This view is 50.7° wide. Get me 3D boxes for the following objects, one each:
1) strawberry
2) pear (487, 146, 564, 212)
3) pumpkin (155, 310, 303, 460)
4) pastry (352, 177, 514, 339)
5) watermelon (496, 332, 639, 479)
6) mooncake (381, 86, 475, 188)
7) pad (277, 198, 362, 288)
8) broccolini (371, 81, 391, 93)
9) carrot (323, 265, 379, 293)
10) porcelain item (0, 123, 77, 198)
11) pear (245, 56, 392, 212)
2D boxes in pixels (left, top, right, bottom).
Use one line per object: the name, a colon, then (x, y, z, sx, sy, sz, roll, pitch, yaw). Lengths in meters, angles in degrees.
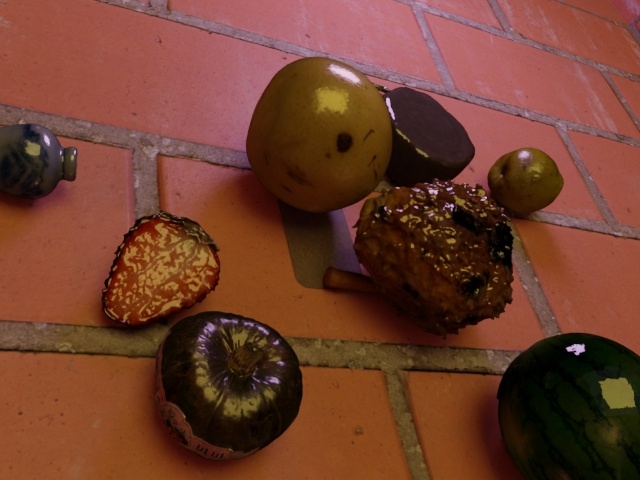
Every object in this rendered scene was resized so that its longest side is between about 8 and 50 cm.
strawberry: (-0.303, 0.065, 1.247, 0.190, 0.111, 0.236, 45, 67, -4)
pear: (0.583, -0.171, 1.925, 0.200, 0.200, 0.200, 17, 47, -19)
pumpkin: (-0.146, 0.229, 1.128, 0.260, 0.189, 0.260, 18, 46, -20)
pastry: (0.270, 0.035, 1.475, 0.405, 0.292, 0.337, -3, 66, -54)
watermelon: (0.523, 0.359, 1.319, 0.363, 0.363, 0.363, 17, 47, -19)
mooncake: (0.261, -0.268, 1.828, 0.306, 0.154, 0.306, 16, 48, -19)
pad: (0.000, 0.000, 1.547, 0.176, 0.002, 0.266, 6, 51, -28)
broccolini: (0.200, -0.461, 2.030, 0.254, 0.057, 0.071, 26, 2, -14)
carrot: (0.074, 0.091, 1.482, 0.139, 0.048, 0.048, 13, 48, -26)
porcelain item: (-0.582, -0.149, 1.234, 0.259, 0.141, 0.141, 3, 52, -18)
pear: (-0.003, -0.231, 1.499, 0.348, 0.348, 0.348, 17, 47, -19)
